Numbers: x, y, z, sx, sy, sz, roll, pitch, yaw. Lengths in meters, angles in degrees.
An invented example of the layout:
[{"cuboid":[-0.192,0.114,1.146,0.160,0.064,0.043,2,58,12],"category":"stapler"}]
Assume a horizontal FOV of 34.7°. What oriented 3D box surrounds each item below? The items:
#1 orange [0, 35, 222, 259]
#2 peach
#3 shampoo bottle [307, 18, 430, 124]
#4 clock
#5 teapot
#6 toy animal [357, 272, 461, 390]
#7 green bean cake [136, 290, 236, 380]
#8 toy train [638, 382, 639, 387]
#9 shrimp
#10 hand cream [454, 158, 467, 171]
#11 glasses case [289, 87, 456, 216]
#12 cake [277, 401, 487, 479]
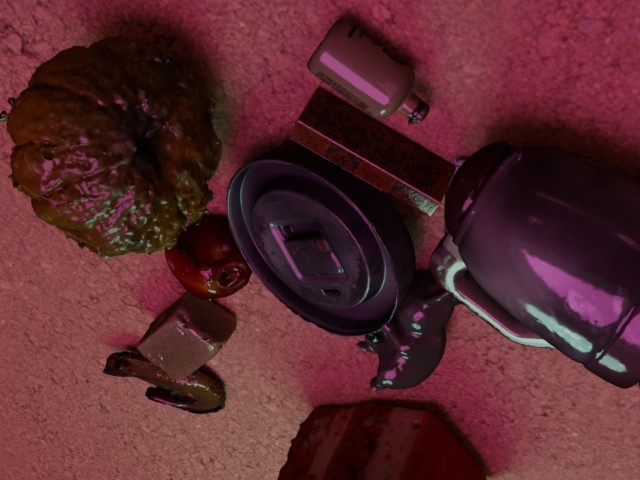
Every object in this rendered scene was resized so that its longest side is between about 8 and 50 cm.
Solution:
[{"cuboid":[-0.268,-0.120,1.379,0.223,0.300,0.301,0,112,52],"category":"orange"},{"cuboid":[-0.183,0.015,1.635,0.172,0.127,0.092,34,155,34],"category":"peach"},{"cuboid":[0.067,-0.202,1.283,0.162,0.079,0.079,35,139,-6],"category":"shampoo bottle"},{"cuboid":[-0.001,0.000,1.485,0.312,0.061,0.313,27,140,25],"category":"clock"},{"cuboid":[0.287,0.025,1.289,0.312,0.233,0.315,33,141,7],"category":"teapot"},{"cuboid":[0.153,0.117,1.548,0.125,0.127,0.251,44,131,16],"category":"toy animal"},{"cuboid":[-0.241,0.170,1.826,0.109,0.085,0.179,41,139,-12],"category":"green bean cake"},{"cuboid":[0.502,0.175,1.415,0.136,0.091,0.228,1,133,42],"category":"toy train"},{"cuboid":[-0.299,0.282,2.002,0.253,0.058,0.173,9,144,19],"category":"shrimp"},{"cuboid":[0.238,-0.010,1.412,0.086,0.055,0.235,3,125,21],"category":"hand cream"},{"cuboid":[0.069,-0.116,1.373,0.218,0.075,0.049,30,142,-2],"category":"glasses case"},{"cuboid":[0.100,0.457,1.787,0.319,0.269,0.270,-12,124,35],"category":"cake"}]
